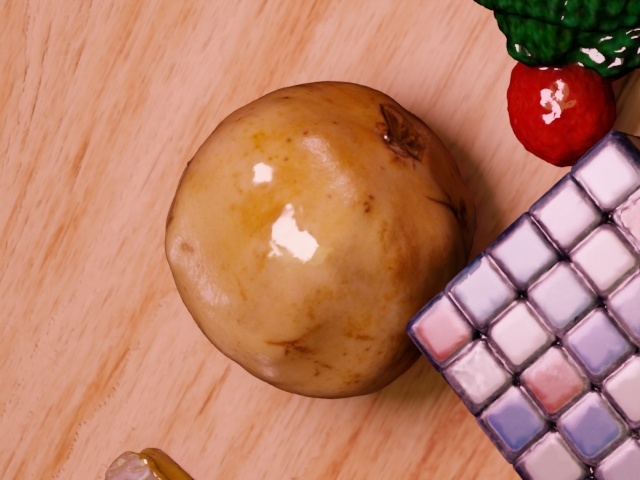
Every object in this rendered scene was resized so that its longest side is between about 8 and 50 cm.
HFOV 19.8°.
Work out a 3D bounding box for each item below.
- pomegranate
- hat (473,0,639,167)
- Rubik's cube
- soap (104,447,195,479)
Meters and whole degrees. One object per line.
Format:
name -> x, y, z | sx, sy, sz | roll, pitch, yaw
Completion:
pomegranate -> 0.000, 0.000, 1.906 | 0.332, 0.332, 0.333 | -1, 89, 25
hat -> 0.272, -0.239, 1.862 | 0.274, 0.242, 0.332 | 24, 124, 45
Rubik's cube -> 0.310, 0.096, 1.774 | 0.287, 0.292, 0.293 | -44, 74, 18
soap -> -0.149, 0.401, 2.085 | 0.315, 0.091, 0.199 | 40, 104, 21
